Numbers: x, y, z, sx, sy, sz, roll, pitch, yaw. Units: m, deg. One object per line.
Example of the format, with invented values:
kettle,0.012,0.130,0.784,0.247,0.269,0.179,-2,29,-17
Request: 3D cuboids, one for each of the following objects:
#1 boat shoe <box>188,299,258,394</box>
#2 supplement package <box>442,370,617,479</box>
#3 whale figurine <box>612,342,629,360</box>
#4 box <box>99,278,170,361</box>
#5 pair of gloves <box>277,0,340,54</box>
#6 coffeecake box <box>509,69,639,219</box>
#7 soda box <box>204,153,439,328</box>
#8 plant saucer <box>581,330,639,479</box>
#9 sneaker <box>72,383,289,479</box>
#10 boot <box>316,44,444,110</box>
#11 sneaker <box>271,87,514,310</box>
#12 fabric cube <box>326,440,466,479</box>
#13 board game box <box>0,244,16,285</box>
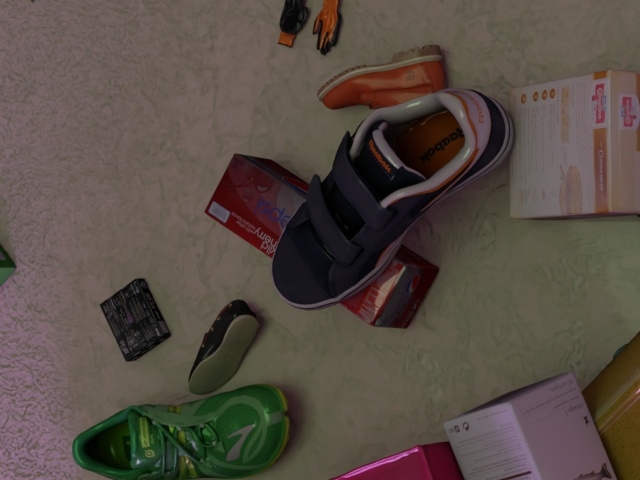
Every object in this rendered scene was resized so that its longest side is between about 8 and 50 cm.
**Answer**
boat shoe,-0.119,0.129,2.103,0.133,0.049,0.042,-57,37,24
supplement package,0.219,0.238,1.741,0.105,0.105,0.179,-26,86,47
whale figurine,0.399,0.063,1.750,0.216,0.141,0.272,48,111,21
box,-0.231,0.099,2.179,0.067,0.018,0.083,-35,73,25
pair of gloves,-0.012,-0.260,2.066,0.083,0.010,0.074,15,98,32
coffeecake box,0.272,-0.095,1.816,0.185,0.068,0.142,-3,87,64
soda box,0.000,0.000,2.006,0.263,0.092,0.083,34,102,26
plant saucer,0.366,0.257,1.726,0.333,0.081,0.333,55,138,20
sneaker,-0.166,0.241,2.079,0.295,0.123,0.109,-16,81,28
boot,0.070,-0.162,1.992,0.157,0.059,0.085,-14,87,28
sneaker,0.053,-0.052,1.867,0.321,0.127,0.126,-42,67,14
fabric cube,0.096,0.359,1.851,0.259,0.258,0.254,-22,79,28
board game box,-0.580,0.056,2.353,0.316,0.064,0.242,-46,68,21
